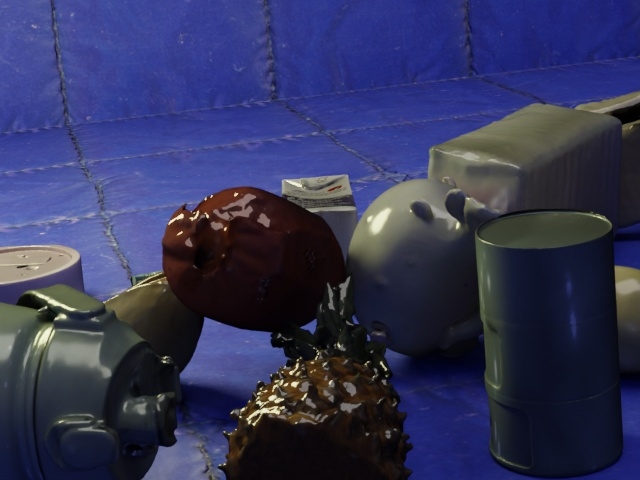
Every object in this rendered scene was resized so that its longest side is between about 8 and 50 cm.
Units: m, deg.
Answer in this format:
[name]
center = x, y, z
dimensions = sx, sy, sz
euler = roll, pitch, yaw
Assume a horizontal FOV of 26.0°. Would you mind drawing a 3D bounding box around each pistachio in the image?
[pistachio]
center = -0.197, 0.103, 1.518
dimensions = 0.124, 0.185, 0.124
euler = 36, 20, -16

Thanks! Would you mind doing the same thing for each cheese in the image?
[cheese]
center = 0.476, -0.128, 2.074
dimensions = 0.332, 0.153, 0.292
euler = -16, 12, -4

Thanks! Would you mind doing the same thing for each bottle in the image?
[bottle]
center = -0.292, 0.144, 1.264
dimensions = 0.352, 0.229, 0.229
euler = -2, 15, 9

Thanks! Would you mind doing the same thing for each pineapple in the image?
[pineapple]
center = 0.013, 0.151, 1.247
dimensions = 0.166, 0.165, 0.364
euler = -3, 13, 7

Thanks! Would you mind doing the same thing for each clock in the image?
[clock]
center = -0.419, 0.063, 1.876
dimensions = 0.197, 0.068, 0.197
euler = -4, 15, 1

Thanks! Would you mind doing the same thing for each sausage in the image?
[sausage]
center = -0.066, 0.022, 1.464
dimensions = 0.152, 0.152, 0.280
euler = 0, -7, 17

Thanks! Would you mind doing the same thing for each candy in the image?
[candy]
center = 0.267, -0.047, 1.815
dimensions = 0.145, 0.208, 0.359
euler = 12, 20, 30

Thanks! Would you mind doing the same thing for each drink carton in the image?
[drink carton]
center = 0.000, -0.001, 1.855
dimensions = 0.102, 0.134, 0.222
euler = -5, 15, 1

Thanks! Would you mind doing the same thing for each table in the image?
[table]
center = 0.211, 0.093, 1.274
dimensions = 0.126, 0.220, 0.126
euler = -5, 17, 1

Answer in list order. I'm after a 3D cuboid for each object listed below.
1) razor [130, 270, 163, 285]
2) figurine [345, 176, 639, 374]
[razor]
center = -0.166, 0.038, 1.968
dimensions = 0.211, 0.036, 0.084
euler = -16, 37, -19
[figurine]
center = 0.215, 0.044, 1.488
dimensions = 0.394, 0.274, 0.226
euler = 18, 66, 19
